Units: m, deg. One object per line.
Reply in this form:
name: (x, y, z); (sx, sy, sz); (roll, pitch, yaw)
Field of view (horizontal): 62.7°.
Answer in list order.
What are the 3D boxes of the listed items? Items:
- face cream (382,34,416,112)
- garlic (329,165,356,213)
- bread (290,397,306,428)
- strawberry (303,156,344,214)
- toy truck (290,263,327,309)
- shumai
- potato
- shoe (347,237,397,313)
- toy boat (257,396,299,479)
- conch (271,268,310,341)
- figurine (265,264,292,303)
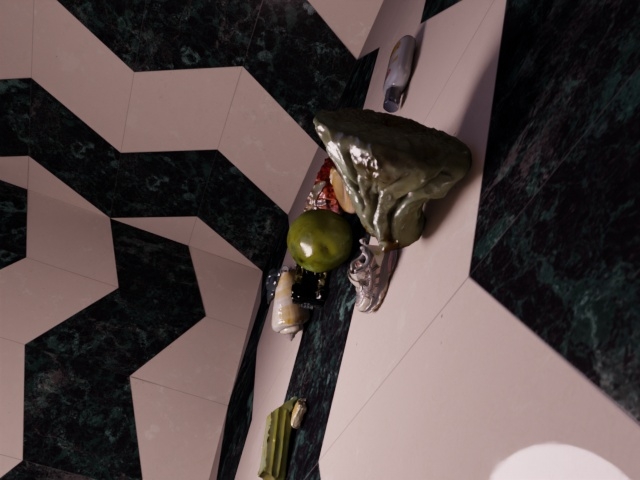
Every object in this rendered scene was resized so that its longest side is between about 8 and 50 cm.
face cream: (0.258, -0.551, 1.765); (0.144, 0.070, 0.292); (127, 160, -60)
garlic: (0.096, -0.167, 1.601); (0.145, 0.164, 0.245); (-52, 3, 1)
bread: (-0.063, 0.503, 1.533); (0.083, 0.035, 0.070); (-173, 104, -87)
strawberry: (0.047, -0.192, 2.052); (0.336, 0.149, 0.265); (-66, -4, -53)
toy truck: (-0.031, 0.130, 1.873); (0.127, 0.127, 0.257); (98, -178, -49)
shumai: (0.119, -0.112, 1.069); (0.309, 0.303, 0.264); (-112, 28, -61)
potato: (-0.003, -0.001, 1.700); (0.304, 0.215, 0.216); (-136, 67, -85)
shoe: (0.111, 0.082, 1.237); (0.089, 0.092, 0.180); (-125, 55, -78)
toy boat: (-0.131, 0.599, 1.567); (0.111, 0.084, 0.277); (119, 166, -51)
conch: (-0.101, 0.240, 1.912); (0.127, 0.158, 0.255); (11, 104, 54)
figurine: (-0.213, 0.215, 2.671); (0.265, 0.139, 0.193); (94, 175, -71)
